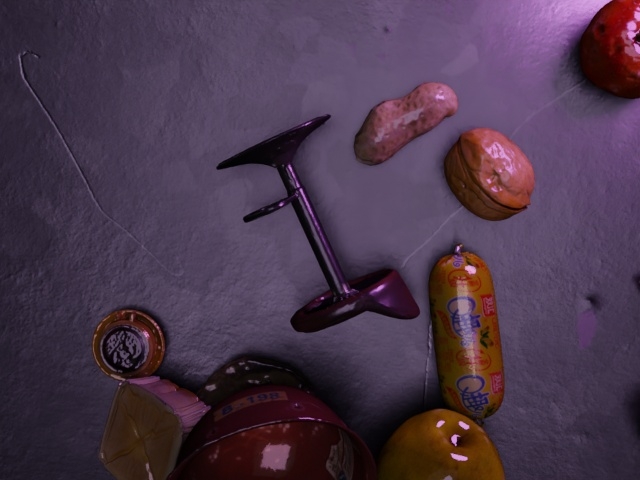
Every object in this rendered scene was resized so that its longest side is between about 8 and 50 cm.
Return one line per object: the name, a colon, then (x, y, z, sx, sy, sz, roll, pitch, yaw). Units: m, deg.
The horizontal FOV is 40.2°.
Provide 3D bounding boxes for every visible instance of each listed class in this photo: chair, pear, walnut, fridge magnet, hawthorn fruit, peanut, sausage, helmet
chair: (0.000, 0.000, 1.559, 0.226, 0.226, 0.401, -26, 95, 6)
pear: (0.204, 0.457, 1.585, 0.252, 0.253, 0.307, 25, 121, 1)
walnut: (0.303, -0.116, 1.573, 0.180, 0.144, 0.144, 41, 97, -5)
fridge magnet: (-0.371, 0.204, 1.683, 0.143, 0.063, 0.143, 0, 93, 2)
hawthorn fruit: (0.541, -0.336, 1.499, 0.179, 0.200, 0.179, 0, 90, 3)
peanut: (0.149, -0.216, 1.591, 0.214, 0.099, 0.100, -27, 94, 8)
sausage: (0.269, 0.179, 1.611, 0.123, 0.123, 0.347, -8, 95, 4)
helmet: (-0.111, 0.391, 1.548, 0.384, 0.230, 0.338, -18, 121, -5)

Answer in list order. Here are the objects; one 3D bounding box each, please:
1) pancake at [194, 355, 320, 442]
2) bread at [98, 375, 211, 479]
pancake: (-0.130, 0.361, 1.694, 0.294, 0.049, 0.295, 1, 100, 4)
bread: (-0.307, 0.371, 1.650, 0.192, 0.109, 0.210, 22, 105, 29)
